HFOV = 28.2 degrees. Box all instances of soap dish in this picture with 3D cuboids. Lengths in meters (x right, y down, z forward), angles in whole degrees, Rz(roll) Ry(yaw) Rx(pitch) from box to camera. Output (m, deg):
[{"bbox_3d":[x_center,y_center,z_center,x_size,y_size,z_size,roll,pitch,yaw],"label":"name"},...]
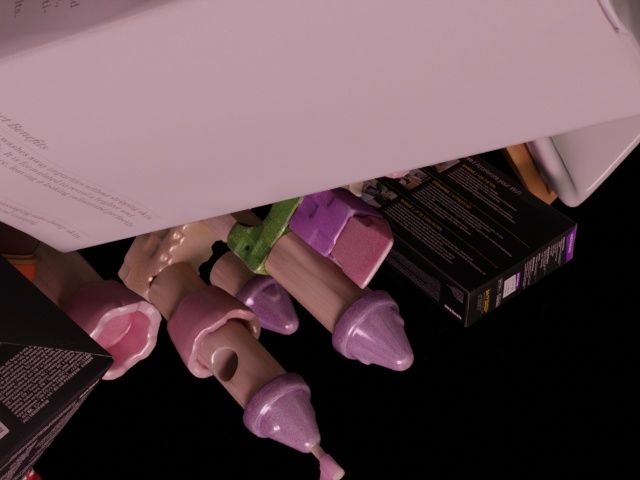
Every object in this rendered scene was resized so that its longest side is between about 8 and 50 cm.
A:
[{"bbox_3d":[0.226,-0.180,1.143,0.229,0.118,0.291,-47,147,-3],"label":"soap dish"}]

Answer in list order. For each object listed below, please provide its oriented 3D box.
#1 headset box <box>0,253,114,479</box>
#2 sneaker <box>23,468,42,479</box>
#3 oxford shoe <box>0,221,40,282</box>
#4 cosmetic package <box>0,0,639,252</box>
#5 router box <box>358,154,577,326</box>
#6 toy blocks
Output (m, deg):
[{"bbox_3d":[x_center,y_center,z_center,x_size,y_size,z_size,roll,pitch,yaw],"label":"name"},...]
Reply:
[{"bbox_3d":[-0.279,0.168,0.757,0.293,0.110,0.218,-50,177,39],"label":"headset box"},{"bbox_3d":[-0.246,0.168,1.021,0.067,0.042,0.118,-45,145,1],"label":"sneaker"},{"bbox_3d":[-0.272,-0.031,0.760,0.271,0.097,0.098,10,99,-60],"label":"oxford shoe"},{"bbox_3d":[-0.041,-0.128,0.660,0.385,0.156,0.217,-13,156,21],"label":"cosmetic package"},{"bbox_3d":[0.115,-0.016,1.125,0.133,0.179,0.046,-29,141,-27],"label":"router box"},{"bbox_3d":[0.000,0.000,0.934,0.309,0.260,0.288,12,114,-53],"label":"toy blocks"}]
